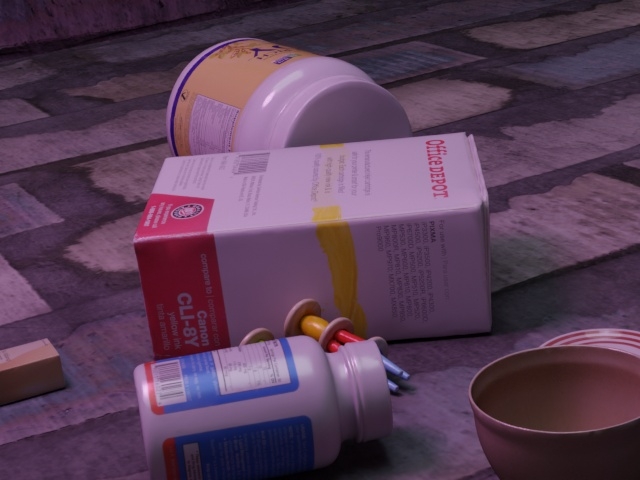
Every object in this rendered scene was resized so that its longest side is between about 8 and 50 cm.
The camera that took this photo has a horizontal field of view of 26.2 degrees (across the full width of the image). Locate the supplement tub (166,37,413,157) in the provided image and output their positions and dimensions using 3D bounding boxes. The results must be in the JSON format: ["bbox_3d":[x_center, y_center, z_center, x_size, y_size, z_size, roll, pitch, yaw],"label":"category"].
[{"bbox_3d":[-0.046,-0.145,1.906,0.241,0.241,0.331,-17,22,-27],"label":"supplement tub"}]

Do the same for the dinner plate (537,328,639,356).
[{"bbox_3d":[0.283,0.124,1.382,0.141,0.017,0.141,-6,19,2],"label":"dinner plate"}]

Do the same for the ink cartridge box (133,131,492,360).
[{"bbox_3d":[0.000,0.000,1.603,0.384,0.160,0.279,-5,21,4],"label":"ink cartridge box"}]

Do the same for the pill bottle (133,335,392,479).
[{"bbox_3d":[-0.052,0.154,1.248,0.221,0.124,0.124,-9,20,-8],"label":"pill bottle"}]

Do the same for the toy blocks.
[{"bbox_3d":[0.005,0.127,1.406,0.123,0.054,0.148,-31,43,-34],"label":"toy blocks"}]

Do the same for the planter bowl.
[{"bbox_3d":[0.208,0.168,1.145,0.162,0.109,0.162,-6,20,2],"label":"planter bowl"}]

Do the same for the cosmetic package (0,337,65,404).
[{"bbox_3d":[-0.340,0.146,1.485,0.115,0.041,0.060,-15,21,-22],"label":"cosmetic package"}]
